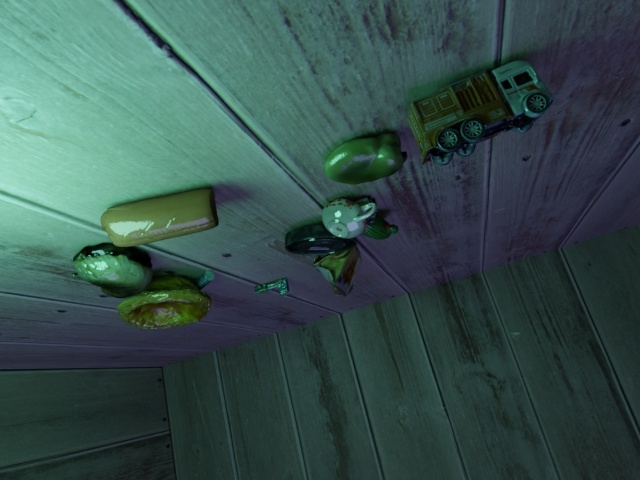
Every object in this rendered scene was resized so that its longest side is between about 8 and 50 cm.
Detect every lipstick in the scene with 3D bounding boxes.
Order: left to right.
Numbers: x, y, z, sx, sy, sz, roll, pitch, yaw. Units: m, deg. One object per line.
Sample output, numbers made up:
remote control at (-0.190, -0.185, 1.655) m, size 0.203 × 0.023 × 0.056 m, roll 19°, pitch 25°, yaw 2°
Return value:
lipstick at (-0.508, 0.177, 2.014) m, size 0.048 × 0.048 × 0.158 m, roll 1°, pitch 156°, yaw -38°

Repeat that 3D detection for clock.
clock at (0.000, 0.000, 1.800) m, size 0.281 × 0.055 × 0.280 m, roll -4°, pitch 164°, yaw -1°

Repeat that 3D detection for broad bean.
broad bean at (0.122, -0.219, 1.275) m, size 0.228 × 0.100 × 0.169 m, roll -2°, pitch 153°, yaw 1°

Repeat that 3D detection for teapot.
teapot at (0.090, -0.075, 1.582) m, size 0.246 × 0.159 × 0.116 m, roll -11°, pitch -152°, yaw 39°

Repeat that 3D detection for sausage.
sausage at (-0.432, -0.060, 1.269) m, size 0.305 × 0.121 × 0.121 m, roll -13°, pitch 161°, yaw -5°

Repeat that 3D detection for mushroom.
mushroom at (-0.699, 0.120, 1.584) m, size 0.248 × 0.129 × 0.344 m, roll -13°, pitch 161°, yaw -18°

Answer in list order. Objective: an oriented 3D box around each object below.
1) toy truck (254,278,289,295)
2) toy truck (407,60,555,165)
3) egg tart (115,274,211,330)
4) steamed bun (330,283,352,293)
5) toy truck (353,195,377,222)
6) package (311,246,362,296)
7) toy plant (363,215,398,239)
toy truck at (-0.247, 0.255, 2.383) m, size 0.175 × 0.081 × 0.067 m, roll -15°, pitch 160°, yaw 3°
toy truck at (0.364, -0.303, 1.094) m, size 0.306 × 0.162 × 0.136 m, roll -22°, pitch 171°, yaw 5°
egg tart at (-0.646, 0.252, 1.947) m, size 0.389 × 0.168 × 0.387 m, roll -10°, pitch 156°, yaw -4°
steamed bun at (0.103, 0.208, 2.410) m, size 0.107 × 0.144 × 0.175 m, roll -5°, pitch 169°, yaw 21°
toy truck at (0.164, -0.104, 1.650) m, size 0.076 × 0.076 × 0.111 m, roll -23°, pitch 159°, yaw 22°
package at (0.067, 0.109, 2.141) m, size 0.165 × 0.221 × 0.311 m, roll 23°, pitch 172°, yaw 17°
toy plant at (0.183, -0.057, 1.794) m, size 0.241 × 0.088 × 0.155 m, roll 12°, pitch 171°, yaw -27°
